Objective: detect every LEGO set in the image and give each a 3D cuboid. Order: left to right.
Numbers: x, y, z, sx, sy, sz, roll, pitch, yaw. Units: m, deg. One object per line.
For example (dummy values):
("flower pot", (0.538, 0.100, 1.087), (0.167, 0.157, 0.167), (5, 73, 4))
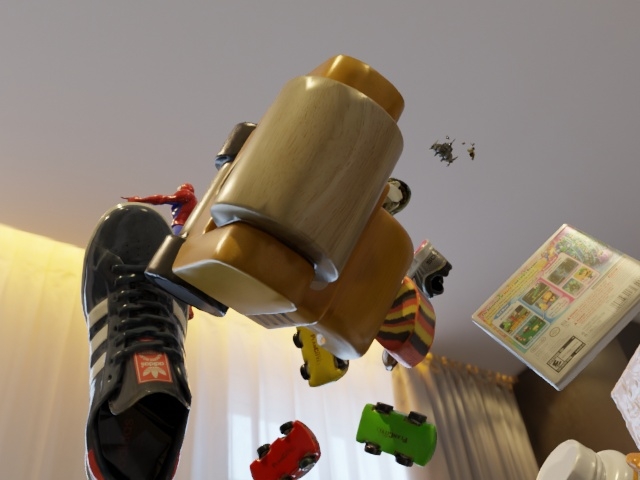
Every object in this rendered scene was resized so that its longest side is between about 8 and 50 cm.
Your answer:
("LEGO set", (0.224, -0.154, 1.233), (0.083, 0.023, 0.054), (-12, -75, 32))

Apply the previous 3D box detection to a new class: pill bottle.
("pill bottle", (0.358, 0.322, 0.818), (0.215, 0.117, 0.117), (33, -51, 2))

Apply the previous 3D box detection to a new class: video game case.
("video game case", (0.261, 0.065, 0.769), (0.157, 0.143, 0.019), (-45, -55, -2))

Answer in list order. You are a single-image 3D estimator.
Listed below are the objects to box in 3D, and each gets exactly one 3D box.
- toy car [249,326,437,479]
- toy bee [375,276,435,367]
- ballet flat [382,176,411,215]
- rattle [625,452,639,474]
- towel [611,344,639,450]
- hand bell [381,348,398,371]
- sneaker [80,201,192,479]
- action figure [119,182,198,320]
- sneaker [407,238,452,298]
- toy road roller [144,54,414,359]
("toy car", (0.041, 0.219, 0.875), (0.225, 0.238, 0.053), (12, -8, 30))
("toy bee", (0.050, 0.037, 0.971), (0.162, 0.298, 0.195), (-54, -25, -9))
("ballet flat", (0.049, -0.055, 0.918), (0.188, 0.070, 0.070), (-13, -31, -46))
("rattle", (0.355, 0.297, 0.623), (0.143, 0.130, 0.199), (-6, -78, 16))
("towel", (0.632, 0.304, 1.213), (0.054, 0.331, 0.316), (-1, -48, -9))
("hand bell", (0.154, 0.204, 1.517), (0.126, 0.126, 0.242), (-4, -41, -4))
("sneaker", (-0.197, 0.123, 0.802), (0.131, 0.349, 0.148), (-1, -7, -24))
("action figure", (-0.269, 0.008, 1.198), (0.139, 0.280, 0.091), (-9, -44, 10))
("sneaker", (0.163, 0.079, 1.192), (0.075, 0.063, 0.170), (35, -52, 11))
("toy road roller", (0.000, 0.000, 0.695), (0.241, 0.202, 0.329), (33, -19, -15))
